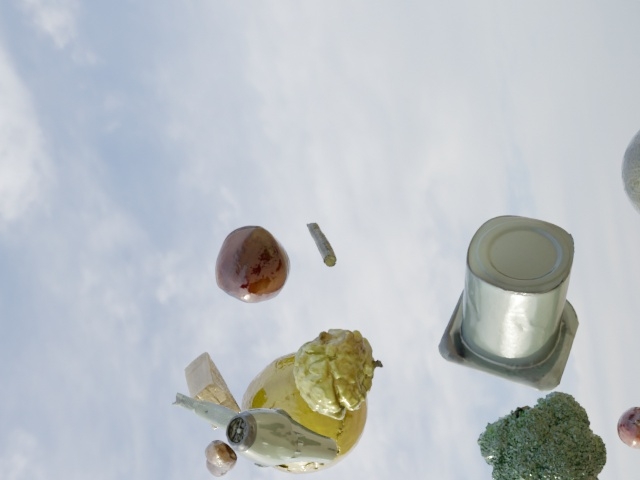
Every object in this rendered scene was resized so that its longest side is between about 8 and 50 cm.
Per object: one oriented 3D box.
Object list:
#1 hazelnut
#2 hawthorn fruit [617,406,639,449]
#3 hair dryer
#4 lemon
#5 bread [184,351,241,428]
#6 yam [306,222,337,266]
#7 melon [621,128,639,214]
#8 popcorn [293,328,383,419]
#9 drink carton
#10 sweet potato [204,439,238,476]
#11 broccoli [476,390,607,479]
[{"bbox_3d":[-0.169,0.049,2.160,0.208,0.208,0.208,42,-140,-50],"label":"hazelnut"},{"bbox_3d":[0.482,0.279,1.303,0.103,0.066,0.067,53,-148,-51],"label":"hawthorn fruit"},{"bbox_3d":[-0.095,0.310,1.410,0.229,0.267,0.092,24,-99,-30],"label":"hair dryer"},{"bbox_3d":[-0.036,0.393,1.975,0.297,0.297,0.297,42,-140,-50],"label":"lemon"},{"bbox_3d":[-0.248,0.339,1.951,0.105,0.077,0.152,52,-176,-26],"label":"bread"},{"bbox_3d":[0.000,0.000,1.603,0.033,0.027,0.129,52,-174,-41],"label":"yam"},{"bbox_3d":[0.676,-0.128,1.478,0.237,0.301,0.237,3,-95,-37],"label":"melon"},{"bbox_3d":[0.033,0.238,1.570,0.173,0.142,0.173,26,-128,-38],"label":"popcorn"},{"bbox_3d":[0.276,0.073,1.235,0.191,0.185,0.190,-57,-30,-35],"label":"drink carton"},{"bbox_3d":[-0.202,0.447,1.741,0.218,0.065,0.051,102,-173,-62],"label":"sweet potato"},{"bbox_3d":[0.458,0.454,1.768,0.269,0.254,0.269,164,90,-83],"label":"broccoli"}]
